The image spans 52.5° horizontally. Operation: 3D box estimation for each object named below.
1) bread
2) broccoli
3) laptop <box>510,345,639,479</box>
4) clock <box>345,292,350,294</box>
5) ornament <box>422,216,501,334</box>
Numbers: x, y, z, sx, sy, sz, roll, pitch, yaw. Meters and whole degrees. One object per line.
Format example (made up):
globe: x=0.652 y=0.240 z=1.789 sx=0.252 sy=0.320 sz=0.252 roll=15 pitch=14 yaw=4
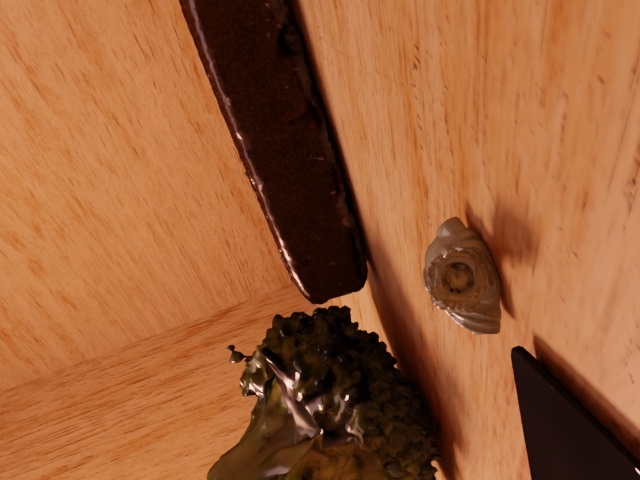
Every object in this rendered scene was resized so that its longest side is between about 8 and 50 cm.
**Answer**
bread: x=-0.049 y=-0.127 z=0.773 sx=0.165 sy=0.113 sz=0.416 roll=-119 pitch=9 yaw=-64
broccoli: x=-0.010 y=0.248 z=0.825 sx=0.293 sy=0.281 sz=0.348 roll=54 pitch=166 yaw=40
laptop: x=0.147 y=0.143 z=0.291 sx=0.197 sy=0.016 sz=0.135 roll=-124 pitch=16 yaw=-65
clock: x=0.000 y=0.000 z=1.146 sx=0.215 sy=0.042 sz=0.215 roll=159 pitch=90 yaw=-86
ornament: x=0.080 y=0.022 z=0.375 sx=0.092 sy=0.041 sz=0.068 roll=59 pitch=-167 yaw=-61
